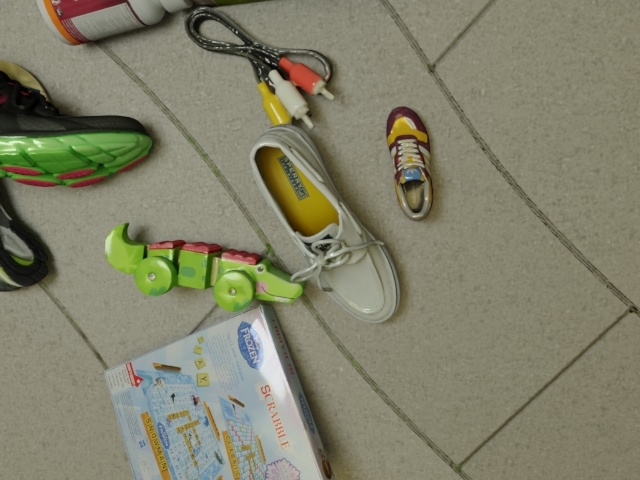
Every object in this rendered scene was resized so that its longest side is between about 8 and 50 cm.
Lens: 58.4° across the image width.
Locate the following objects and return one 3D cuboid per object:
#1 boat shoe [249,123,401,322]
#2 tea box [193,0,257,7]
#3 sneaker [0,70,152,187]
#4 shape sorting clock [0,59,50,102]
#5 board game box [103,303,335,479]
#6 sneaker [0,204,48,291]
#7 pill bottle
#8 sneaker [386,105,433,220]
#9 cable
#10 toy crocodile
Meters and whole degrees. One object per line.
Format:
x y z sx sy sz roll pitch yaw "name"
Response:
0.007 -0.005 0.879 0.136 0.156 0.367 -25 103 19 "boat shoe"
-0.075 -0.546 0.820 0.324 0.220 0.328 -2 96 8 "tea box"
-0.514 -0.201 0.900 0.483 0.185 0.202 4 78 -16 "sneaker"
-0.577 -0.217 1.020 0.206 0.040 0.206 1 98 4 "shape sorting clock"
-0.177 0.314 0.972 0.318 0.066 0.318 -23 78 10 "board game box"
-0.618 -0.027 1.007 0.121 0.111 0.299 -29 97 29 "sneaker"
-0.328 -0.400 0.923 0.221 0.121 0.121 -12 95 10 "pill bottle"
0.145 -0.123 0.904 0.070 0.084 0.185 -12 95 10 "sneaker"
-0.094 -0.297 0.924 0.287 0.072 0.139 44 104 0 "cable"
-0.191 0.045 0.957 0.341 0.115 0.105 10 97 7 "toy crocodile"
